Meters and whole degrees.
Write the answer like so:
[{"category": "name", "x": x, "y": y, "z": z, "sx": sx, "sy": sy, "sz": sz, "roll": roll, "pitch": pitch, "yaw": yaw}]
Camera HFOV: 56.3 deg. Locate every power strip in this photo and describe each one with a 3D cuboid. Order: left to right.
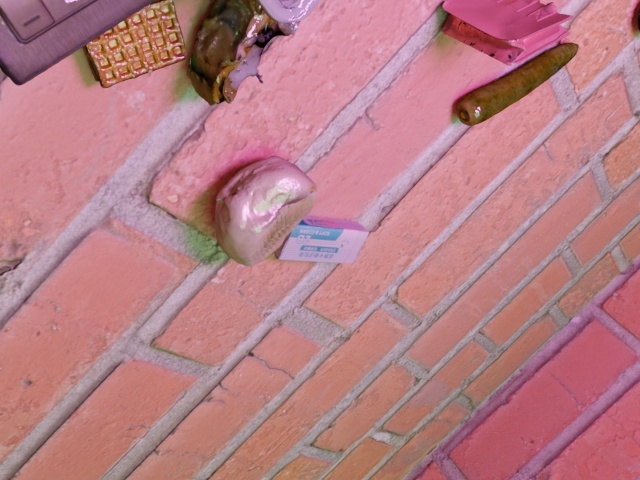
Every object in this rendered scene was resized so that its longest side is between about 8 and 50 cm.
[{"category": "power strip", "x": -0.358, "y": -0.369, "z": 0.747, "sx": 0.251, "sy": 0.092, "sz": 0.257, "roll": -45, "pitch": 143, "yaw": -21}]

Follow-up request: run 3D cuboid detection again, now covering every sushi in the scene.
[{"category": "sushi", "x": -0.100, "y": -0.338, "z": 0.943, "sx": 0.291, "sy": 0.139, "sz": 0.131, "roll": -50, "pitch": 146, "yaw": 9}]

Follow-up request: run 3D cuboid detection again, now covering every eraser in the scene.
[{"category": "eraser", "x": 0.000, "y": 0.000, "z": 1.373, "sx": 0.225, "sy": 0.052, "sz": 0.095, "roll": 5, "pitch": 120, "yaw": -38}]

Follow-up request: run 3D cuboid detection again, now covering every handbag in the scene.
[{"category": "handbag", "x": 0.349, "y": -0.419, "z": 1.142, "sx": 0.157, "sy": 0.212, "sz": 0.059, "roll": -29, "pitch": 137, "yaw": -13}]

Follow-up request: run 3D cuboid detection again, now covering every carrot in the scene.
[{"category": "carrot", "x": 0.465, "y": -0.370, "z": 1.386, "sx": 0.358, "sy": 0.074, "sz": 0.074, "roll": -32, "pitch": 138, "yaw": -14}]

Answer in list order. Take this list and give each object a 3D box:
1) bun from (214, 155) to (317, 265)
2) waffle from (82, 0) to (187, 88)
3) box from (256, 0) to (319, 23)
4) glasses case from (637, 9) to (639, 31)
[{"category": "bun", "x": -0.117, "y": -0.066, "z": 1.171, "sx": 0.229, "sy": 0.145, "sz": 0.229, "roll": -48, "pitch": 172, "yaw": -9}, {"category": "waffle", "x": -0.284, "y": -0.303, "z": 0.903, "sx": 0.148, "sy": 0.042, "sz": 0.102, "roll": -26, "pitch": 135, "yaw": -16}, {"category": "box", "x": -0.041, "y": -0.468, "z": 0.803, "sx": 0.312, "sy": 0.182, "sz": 0.175, "roll": -52, "pitch": 138, "yaw": -4}, {"category": "glasses case", "x": 0.910, "y": -0.635, "z": 1.474, "sx": 0.314, "sy": 0.075, "sz": 0.122, "roll": -44, "pitch": 136, "yaw": 5}]
